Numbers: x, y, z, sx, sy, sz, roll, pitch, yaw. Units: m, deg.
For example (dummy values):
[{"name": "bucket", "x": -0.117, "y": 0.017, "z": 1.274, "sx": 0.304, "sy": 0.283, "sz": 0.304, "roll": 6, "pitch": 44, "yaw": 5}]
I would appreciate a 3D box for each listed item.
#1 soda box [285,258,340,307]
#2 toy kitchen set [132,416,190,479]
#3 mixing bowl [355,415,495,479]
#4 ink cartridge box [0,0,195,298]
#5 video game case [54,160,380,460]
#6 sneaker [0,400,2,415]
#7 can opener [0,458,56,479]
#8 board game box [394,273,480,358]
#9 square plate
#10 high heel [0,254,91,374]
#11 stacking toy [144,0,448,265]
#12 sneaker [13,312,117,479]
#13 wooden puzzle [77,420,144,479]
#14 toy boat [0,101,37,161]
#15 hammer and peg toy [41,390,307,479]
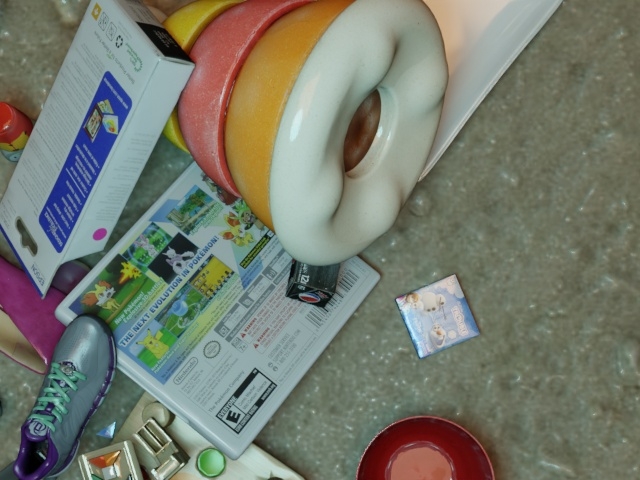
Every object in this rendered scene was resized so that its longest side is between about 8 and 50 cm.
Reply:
[{"name": "soda box", "x": 0.000, "y": 0.000, "z": 1.699, "sx": 0.060, "sy": 0.053, "sz": 0.169, "roll": 17, "pitch": 62, "yaw": -10}, {"name": "toy kitchen set", "x": -0.215, "y": 0.272, "z": 1.589, "sx": 0.068, "sy": 0.083, "sz": 0.075, "roll": -43, "pitch": 84, "yaw": -1}, {"name": "mixing bowl", "x": 0.135, "y": 0.320, "z": 1.702, "sx": 0.181, "sy": 0.098, "sz": 0.181, "roll": 0, "pitch": 86, "yaw": 0}, {"name": "ink cartridge box", "x": -0.294, "y": -0.120, "z": 1.615, "sx": 0.176, "sy": 0.069, "sz": 0.371, "roll": 51, "pitch": 119, "yaw": 36}, {"name": "video game case", "x": -0.128, "y": 0.072, "z": 1.686, "sx": 0.300, "sy": 0.036, "sz": 0.329, "roll": 39, "pitch": 64, "yaw": 2}, {"name": "sneaker", "x": -0.527, "y": 0.302, "z": 1.726, "sx": 0.262, "sy": 0.104, "sz": 0.125, "roll": -33, "pitch": 105, "yaw": 3}, {"name": "can opener", "x": -0.468, "y": 0.396, "z": 1.716, "sx": 0.280, "sy": 0.074, "sz": 0.093, "roll": -42, "pitch": 71, "yaw": -4}, {"name": "board game box", "x": 0.160, "y": 0.104, "z": 1.751, "sx": 0.090, "sy": 0.020, "sz": 0.090, "roll": -23, "pitch": 87, "yaw": -2}, {"name": "square plate", "x": 0.100, "y": -0.313, "z": 1.759, "sx": 0.347, "sy": 0.049, "sz": 0.344, "roll": 38, "pitch": 89, "yaw": 2}, {"name": "high heel", "x": -0.493, "y": 0.058, "z": 1.672, "sx": 0.377, "sy": 0.181, "sz": 0.127, "roll": 12, "pitch": 130, "yaw": 0}, {"name": "stacking toy", "x": -0.113, "y": -0.202, "z": 1.628, "sx": 0.480, "sy": 0.350, "sz": 0.350, "roll": 23, "pitch": 87, "yaw": 26}, {"name": "sneaker", "x": -0.316, "y": 0.201, "z": 1.571, "sx": 0.083, "sy": 0.098, "sz": 0.223, "roll": 20, "pitch": 101, "yaw": 8}, {"name": "wooden puzzle", "x": -0.266, "y": 0.296, "z": 1.625, "sx": 0.079, "sy": 0.014, "sz": 0.116, "roll": -25, "pitch": 84, "yaw": 1}, {"name": "toy boat", "x": -0.516, "y": -0.203, "z": 1.727, "sx": 0.318, "sy": 0.148, "sz": 0.267, "roll": 31, "pitch": 83, "yaw": 9}, {"name": "hammer and peg toy", "x": -0.232, "y": 0.331, "z": 1.693, "sx": 0.361, "sy": 0.127, "sz": 0.266, "roll": 32, "pitch": 88, "yaw": 5}]
